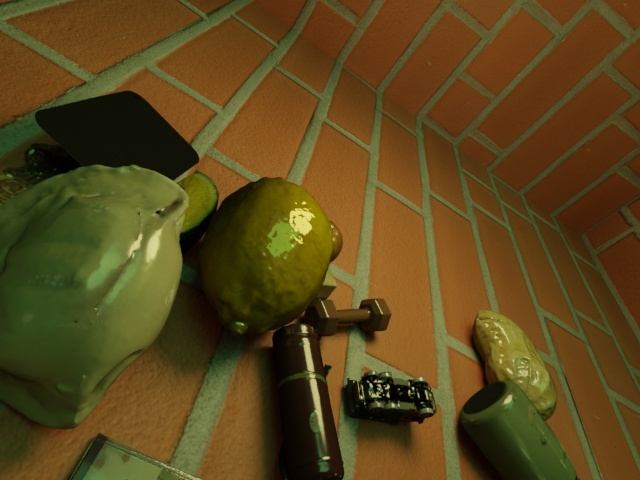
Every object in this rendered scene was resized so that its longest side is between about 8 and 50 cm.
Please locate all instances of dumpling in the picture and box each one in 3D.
[{"bbox_3d":[-0.369,0.041,0.595,0.316,0.233,0.394,24,71,-5],"label":"dumpling"}]

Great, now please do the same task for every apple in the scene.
[{"bbox_3d":[0.002,0.000,1.086,0.126,0.102,0.126,23,41,-22],"label":"apple"}]

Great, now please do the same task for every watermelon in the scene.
[{"bbox_3d":[-0.301,-0.045,0.843,0.129,0.123,0.301,40,42,-8],"label":"watermelon"}]

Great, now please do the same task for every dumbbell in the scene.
[{"bbox_3d":[0.068,0.181,0.975,0.231,0.092,0.081,5,78,-37],"label":"dumbbell"}]

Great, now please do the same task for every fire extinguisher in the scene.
[{"bbox_3d":[-0.014,0.323,0.737,0.142,0.105,0.341,15,41,-29],"label":"fire extinguisher"}]

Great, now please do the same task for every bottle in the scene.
[{"bbox_3d":[0.490,0.515,0.948,0.169,0.168,0.346,-21,72,-50],"label":"bottle"}]

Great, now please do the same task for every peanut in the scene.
[{"bbox_3d":[0.548,0.354,1.174,0.174,0.158,0.339,2,39,-1],"label":"peanut"}]

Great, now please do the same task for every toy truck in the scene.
[{"bbox_3d":[0.149,0.342,0.880,0.192,0.092,0.083,15,43,-20],"label":"toy truck"}]

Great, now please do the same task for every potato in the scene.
[{"bbox_3d":[-0.023,0.098,1.000,0.122,0.061,0.086,10,44,-36],"label":"potato"}]

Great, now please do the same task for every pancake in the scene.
[{"bbox_3d":[-0.537,-0.095,0.765,0.286,0.033,0.288,20,41,-23],"label":"pancake"}]

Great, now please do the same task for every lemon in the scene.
[{"bbox_3d":[-0.107,0.031,0.832,0.286,0.286,0.315,6,70,-38],"label":"lemon"}]

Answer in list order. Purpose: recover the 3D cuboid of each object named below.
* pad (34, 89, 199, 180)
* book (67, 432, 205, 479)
[{"bbox_3d":[-0.423,-0.188,0.944,0.315,0.063,0.375,46,24,-13],"label":"pad"},{"bbox_3d":[-0.238,0.380,0.547,0.231,0.026,0.157,32,37,-11],"label":"book"}]
